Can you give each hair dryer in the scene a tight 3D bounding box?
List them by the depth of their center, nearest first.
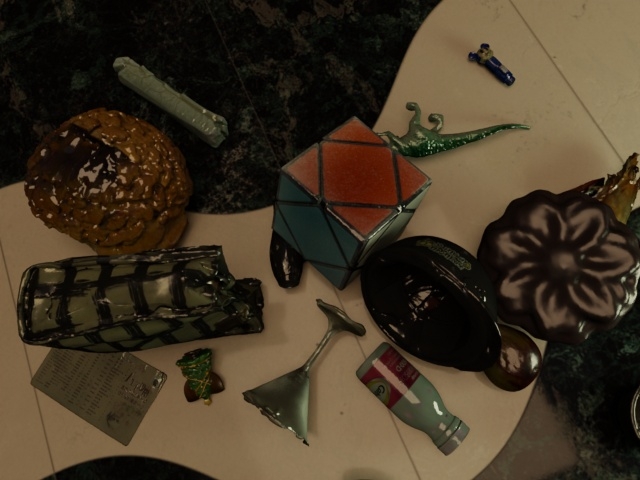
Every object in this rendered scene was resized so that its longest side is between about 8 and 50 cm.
[{"bbox_3d":[0.000,0.000,1.046,0.218,0.075,0.196,-3,64,-5],"label":"hair dryer"}]

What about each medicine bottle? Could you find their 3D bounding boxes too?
[{"bbox_3d":[0.171,0.293,0.917,0.216,0.090,0.090,42,82,15],"label":"medicine bottle"}]

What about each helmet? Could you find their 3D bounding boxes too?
[{"bbox_3d":[0.218,0.096,0.898,0.278,0.231,0.160,27,44,26],"label":"helmet"}]

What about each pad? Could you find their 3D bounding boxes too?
[{"bbox_3d":[-0.467,0.291,1.031,0.264,0.009,0.160,26,79,13],"label":"pad"}]

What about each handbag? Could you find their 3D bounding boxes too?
[{"bbox_3d":[-0.293,0.114,0.897,0.326,0.325,0.163,-5,76,5],"label":"handbag"}]

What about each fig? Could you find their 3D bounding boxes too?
[{"bbox_3d":[0.333,0.204,0.921,0.154,0.103,0.109,38,60,15],"label":"fig"}]

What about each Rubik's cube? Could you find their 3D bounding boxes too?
[{"bbox_3d":[0.051,-0.068,0.946,0.205,0.205,0.207,41,62,14],"label":"Rubik's cube"}]

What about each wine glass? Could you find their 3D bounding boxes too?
[{"bbox_3d":[-0.022,0.236,0.932,0.156,0.156,0.232,33,76,14],"label":"wine glass"}]

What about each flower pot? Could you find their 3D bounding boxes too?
[{"bbox_3d":[0.600,0.311,0.858,0.157,0.107,0.158,-3,72,8],"label":"flower pot"}]

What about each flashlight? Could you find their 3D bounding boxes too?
[{"bbox_3d":[0.393,-0.399,1.118,0.057,0.035,0.121,-36,73,-5],"label":"flashlight"}]

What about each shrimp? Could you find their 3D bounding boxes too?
[{"bbox_3d":[0.545,-0.069,1.000,0.152,0.063,0.287,27,80,25],"label":"shrimp"}]

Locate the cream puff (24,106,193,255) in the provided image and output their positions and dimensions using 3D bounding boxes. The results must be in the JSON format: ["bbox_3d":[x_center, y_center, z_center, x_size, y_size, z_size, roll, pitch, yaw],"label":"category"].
[{"bbox_3d":[-0.441,-0.113,1.030,0.326,0.231,0.343,-19,73,-3],"label":"cream puff"}]

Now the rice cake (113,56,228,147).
[{"bbox_3d":[-0.361,-0.333,1.168,0.336,0.066,0.063,34,72,13],"label":"rice cake"}]

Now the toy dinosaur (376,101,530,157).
[{"bbox_3d":[0.257,-0.252,1.075,0.382,0.076,0.130,-18,79,5],"label":"toy dinosaur"}]

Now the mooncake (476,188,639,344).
[{"bbox_3d":[0.429,0.045,0.905,0.282,0.141,0.284,-2,82,19],"label":"mooncake"}]

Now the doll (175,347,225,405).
[{"bbox_3d":[-0.240,0.271,0.976,0.078,0.077,0.113,-17,74,-8],"label":"doll"}]
